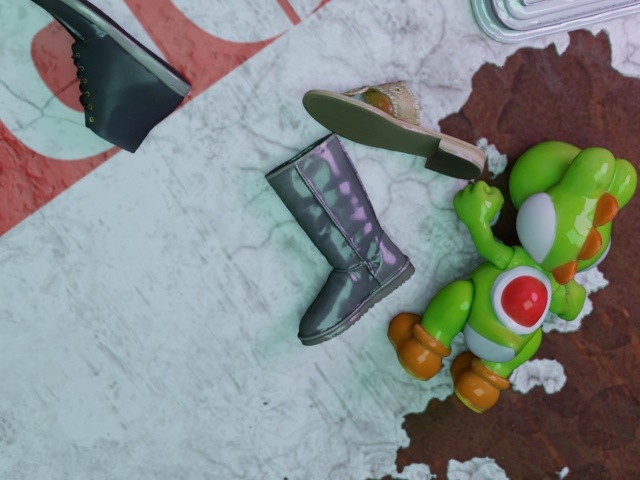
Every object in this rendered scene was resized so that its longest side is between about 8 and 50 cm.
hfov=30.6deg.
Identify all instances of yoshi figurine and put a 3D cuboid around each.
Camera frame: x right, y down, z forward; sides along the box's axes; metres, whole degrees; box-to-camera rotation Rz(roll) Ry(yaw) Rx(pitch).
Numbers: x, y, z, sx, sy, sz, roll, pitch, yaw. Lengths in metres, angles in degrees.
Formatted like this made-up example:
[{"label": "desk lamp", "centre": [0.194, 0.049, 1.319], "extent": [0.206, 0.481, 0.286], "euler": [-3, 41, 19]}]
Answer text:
[{"label": "yoshi figurine", "centre": [0.246, 0.021, 1.453], "extent": [0.203, 0.203, 0.362], "euler": [47, 113, 26]}]

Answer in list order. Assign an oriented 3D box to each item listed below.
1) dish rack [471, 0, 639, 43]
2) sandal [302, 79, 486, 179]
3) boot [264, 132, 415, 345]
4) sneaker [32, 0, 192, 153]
[{"label": "dish rack", "centre": [0.302, -0.418, 1.386], "extent": [0.285, 0.072, 0.333], "euler": [-14, 103, -2]}, {"label": "sandal", "centre": [0.096, -0.155, 1.430], "extent": [0.240, 0.088, 0.079], "euler": [22, 67, -10]}, {"label": "boot", "centre": [-0.002, 0.000, 1.443], "extent": [0.189, 0.076, 0.208], "euler": [-40, 111, -11]}, {"label": "sneaker", "centre": [-0.271, -0.203, 1.363], "extent": [0.222, 0.083, 0.118], "euler": [38, 97, -14]}]
